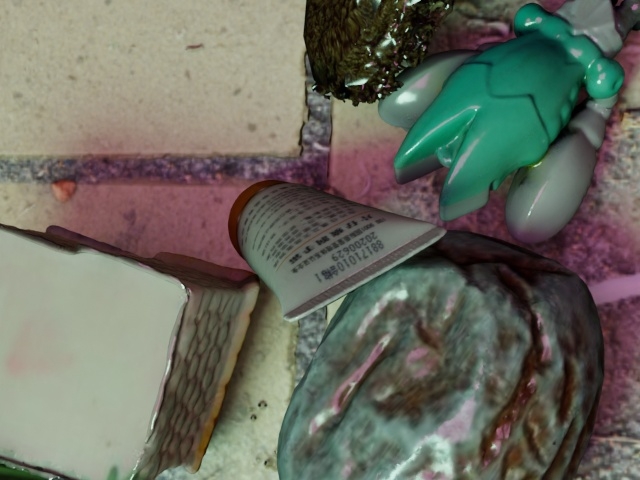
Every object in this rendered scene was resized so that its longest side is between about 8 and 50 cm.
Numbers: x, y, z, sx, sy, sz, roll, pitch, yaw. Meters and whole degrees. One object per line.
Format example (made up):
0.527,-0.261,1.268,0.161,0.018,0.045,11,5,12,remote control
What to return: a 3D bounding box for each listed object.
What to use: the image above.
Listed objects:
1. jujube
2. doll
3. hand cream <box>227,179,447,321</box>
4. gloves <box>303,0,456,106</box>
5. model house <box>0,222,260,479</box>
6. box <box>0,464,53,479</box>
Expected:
0.106,0.138,1.234,0.308,0.215,0.246,-51,49,7,jujube
0.182,-0.104,1.277,0.258,0.153,0.195,-19,61,-1,doll
0.000,0.000,1.233,0.140,0.314,0.089,-29,103,-7,hand cream
0.074,-0.252,1.240,0.312,0.135,0.210,-55,34,16,gloves
-0.186,0.104,1.322,0.237,0.237,0.202,14,92,23,model house
-0.306,0.320,1.290,0.178,0.329,0.252,-35,56,26,box
